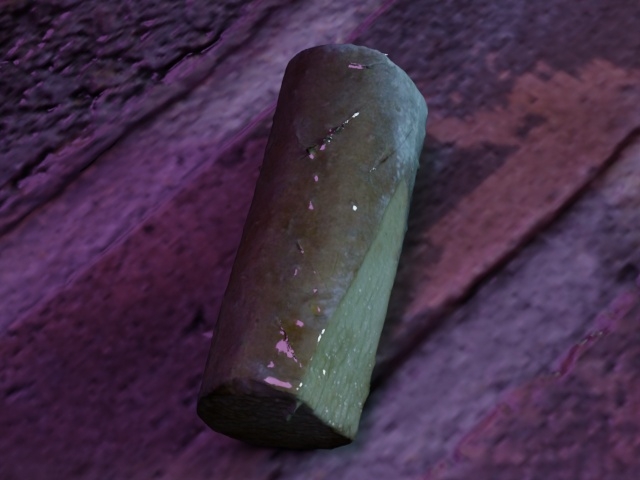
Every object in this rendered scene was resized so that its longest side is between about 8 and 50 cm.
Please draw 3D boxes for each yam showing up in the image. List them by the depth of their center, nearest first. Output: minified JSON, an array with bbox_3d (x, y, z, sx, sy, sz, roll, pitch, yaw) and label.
[{"bbox_3d":[0.000,0.000,0.611,0.068,0.068,0.169,-1,56,20],"label":"yam"}]
